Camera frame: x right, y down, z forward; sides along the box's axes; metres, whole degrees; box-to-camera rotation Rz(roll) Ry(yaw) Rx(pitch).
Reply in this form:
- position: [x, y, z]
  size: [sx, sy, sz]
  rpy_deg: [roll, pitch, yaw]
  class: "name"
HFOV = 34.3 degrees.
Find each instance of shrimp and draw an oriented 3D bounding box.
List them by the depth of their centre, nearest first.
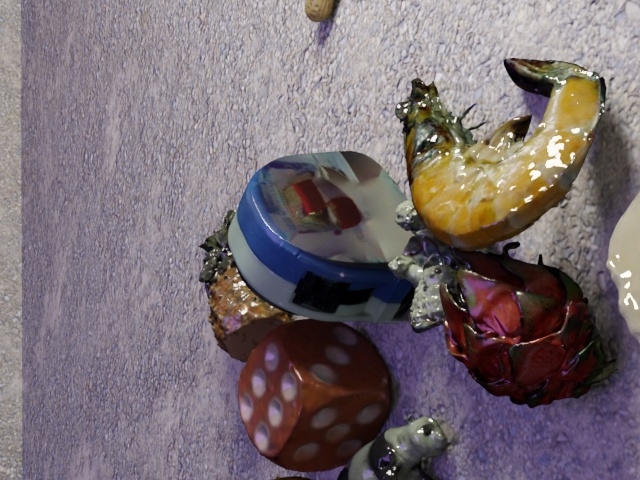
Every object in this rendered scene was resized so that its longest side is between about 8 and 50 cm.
- position: [0.206, -0.148, 1.310]
  size: [0.272, 0.085, 0.445]
  rpy_deg: [-43, 27, 10]
  class: "shrimp"

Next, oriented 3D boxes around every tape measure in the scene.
- position: [0.002, 0.001, 1.519]
  size: [0.259, 0.262, 0.138]
  rpy_deg: [61, 144, 41]
  class: "tape measure"

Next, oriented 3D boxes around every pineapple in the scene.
- position: [-0.140, 0.064, 1.837]
  size: [0.310, 0.141, 0.170]
  rpy_deg: [-113, 37, -46]
  class: "pineapple"

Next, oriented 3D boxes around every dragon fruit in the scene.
- position: [0.235, 0.103, 1.213]
  size: [0.182, 0.182, 0.189]
  rpy_deg: [-62, 29, 31]
  class: "dragon fruit"

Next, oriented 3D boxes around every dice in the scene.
- position: [-0.013, 0.232, 1.569]
  size: [0.174, 0.179, 0.175]
  rpy_deg: [58, 135, 42]
  class: "dice"

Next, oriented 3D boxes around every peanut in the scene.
- position: [0.006, -0.422, 1.739]
  size: [0.054, 0.053, 0.113]
  rpy_deg: [42, 118, 51]
  class: "peanut"

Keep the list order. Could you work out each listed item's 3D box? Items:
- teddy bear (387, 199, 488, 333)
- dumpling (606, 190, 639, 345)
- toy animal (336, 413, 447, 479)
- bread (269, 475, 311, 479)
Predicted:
- position: [0.159, 0.044, 1.379]
  size: [0.133, 0.111, 0.213]
  rpy_deg: [-6, 56, 15]
  class: "teddy bear"
- position: [0.408, 0.007, 0.839]
  size: [0.395, 0.233, 0.316]
  rpy_deg: [-3, 49, 40]
  class: "dumpling"
- position: [0.101, 0.330, 1.466]
  size: [0.225, 0.093, 0.121]
  rpy_deg: [-54, 35, 40]
  class: "toy animal"
- position: [-0.047, 0.497, 1.685]
  size: [0.236, 0.070, 0.236]
  rpy_deg: [-7, 81, 56]
  class: "bread"
